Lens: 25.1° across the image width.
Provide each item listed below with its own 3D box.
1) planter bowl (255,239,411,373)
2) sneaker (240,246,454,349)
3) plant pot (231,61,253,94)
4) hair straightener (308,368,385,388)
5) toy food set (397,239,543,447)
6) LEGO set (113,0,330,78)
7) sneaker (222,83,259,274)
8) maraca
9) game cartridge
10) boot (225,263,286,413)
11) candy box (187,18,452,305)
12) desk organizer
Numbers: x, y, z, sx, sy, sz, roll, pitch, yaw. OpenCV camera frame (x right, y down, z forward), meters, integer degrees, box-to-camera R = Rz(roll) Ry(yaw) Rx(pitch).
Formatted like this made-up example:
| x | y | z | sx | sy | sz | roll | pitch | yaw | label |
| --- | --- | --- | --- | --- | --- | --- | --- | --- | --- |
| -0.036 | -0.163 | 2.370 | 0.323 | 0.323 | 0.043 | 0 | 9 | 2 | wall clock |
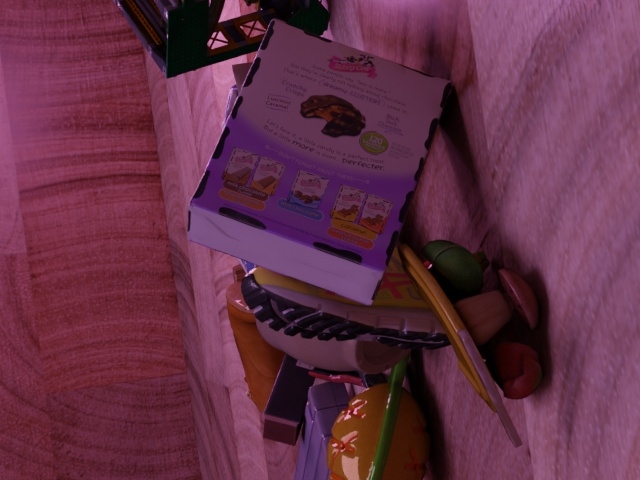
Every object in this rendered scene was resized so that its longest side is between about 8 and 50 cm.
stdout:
| x | y | z | sx | sy | sz | roll | pitch | yaw | label |
| --- | --- | --- | --- | --- | --- | --- | --- | --- | --- |
| 0.034 | 0.060 | 1.368 | 0.109 | 0.162 | 0.162 | 34 | 137 | 36 | planter bowl |
| 0.028 | 0.037 | 1.242 | 0.081 | 0.209 | 0.094 | -25 | 59 | 59 | sneaker |
| -0.032 | -0.137 | 1.593 | 0.109 | 0.096 | 0.109 | 72 | -177 | -55 | plant pot |
| 0.027 | 0.122 | 1.631 | 0.230 | 0.047 | 0.089 | -173 | 76 | -77 | hair straightener |
| 0.130 | 0.060 | 1.111 | 0.128 | 0.071 | 0.218 | 62 | 179 | -24 | toy food set |
| -0.115 | -0.345 | 1.524 | 0.192 | 0.255 | 0.331 | 55 | 162 | 31 | LEGO set |
| -0.070 | -0.050 | 1.780 | 0.182 | 0.127 | 0.315 | -149 | 51 | -72 | sneaker |
| 0.062 | 0.189 | 1.417 | 0.127 | 0.099 | 0.185 | 109 | 177 | -60 | maraca |
| 0.020 | 0.364 | 1.792 | 0.355 | 0.068 | 0.230 | 99 | 155 | -52 | game cartridge |
| -0.066 | 0.149 | 1.988 | 0.295 | 0.104 | 0.211 | -140 | 38 | -79 | boot |
| 0.001 | -0.067 | 1.194 | 0.070 | 0.165 | 0.196 | 104 | -174 | -62 | candy box |
| -0.034 | 0.192 | 1.814 | 0.130 | 0.047 | 0.050 | -69 | -10 | -45 | desk organizer |
